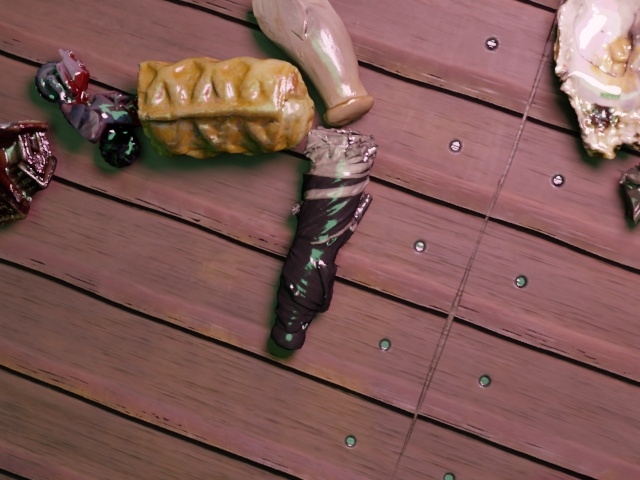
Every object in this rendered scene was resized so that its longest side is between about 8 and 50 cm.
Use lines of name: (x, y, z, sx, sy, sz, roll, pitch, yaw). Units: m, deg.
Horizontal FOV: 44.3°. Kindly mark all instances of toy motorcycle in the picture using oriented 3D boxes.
toy motorcycle: (-0.354, -0.220, 1.247, 0.213, 0.082, 0.122, 44, 97, 2)

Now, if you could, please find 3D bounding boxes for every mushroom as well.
mushroom: (-0.004, -0.294, 1.203, 0.108, 0.096, 0.247, -34, 91, -11)

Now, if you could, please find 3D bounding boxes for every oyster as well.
oyster: (0.441, -0.297, 1.143, 0.201, 0.107, 0.354, 21, 102, 15)

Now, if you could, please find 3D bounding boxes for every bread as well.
bread: (-0.142, -0.201, 1.191, 0.267, 0.130, 0.152, 0, 121, 11)

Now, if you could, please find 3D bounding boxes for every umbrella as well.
umbrella: (-0.004, -0.002, 1.224, 0.113, 0.106, 0.358, 19, 101, 14)

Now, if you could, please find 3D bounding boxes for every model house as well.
model house: (-0.506, -0.105, 1.255, 0.165, 0.106, 0.152, -15, 88, 11)

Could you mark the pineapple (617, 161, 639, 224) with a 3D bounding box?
pineapple: (0.567, -0.090, 1.142, 0.248, 0.128, 0.128, -13, 91, 12)
